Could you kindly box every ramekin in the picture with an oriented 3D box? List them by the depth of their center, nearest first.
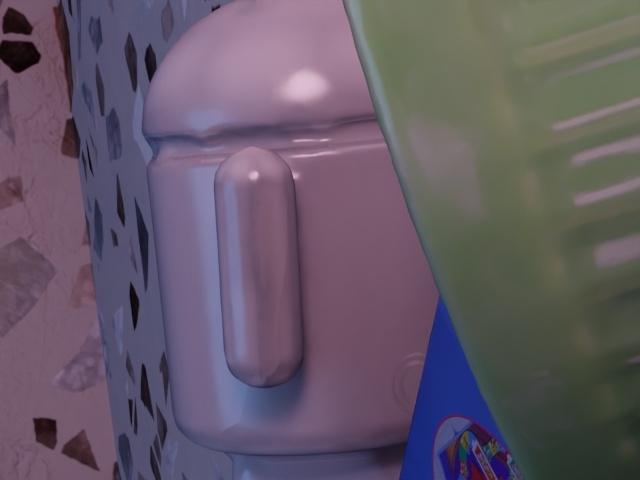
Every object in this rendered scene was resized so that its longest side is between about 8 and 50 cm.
[{"bbox_3d":[0.112,-0.073,0.493,0.303,0.148,0.303,-16,-90,-75],"label":"ramekin"}]

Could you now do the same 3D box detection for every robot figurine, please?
[{"bbox_3d":[0.000,0.000,0.999,0.300,0.199,0.353,-29,-66,-77],"label":"robot figurine"}]

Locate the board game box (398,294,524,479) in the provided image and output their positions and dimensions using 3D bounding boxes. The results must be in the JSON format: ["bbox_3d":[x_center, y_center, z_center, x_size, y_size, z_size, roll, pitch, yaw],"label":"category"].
[{"bbox_3d":[0.119,0.184,0.745,0.347,0.078,0.233,96,151,-59],"label":"board game box"}]
